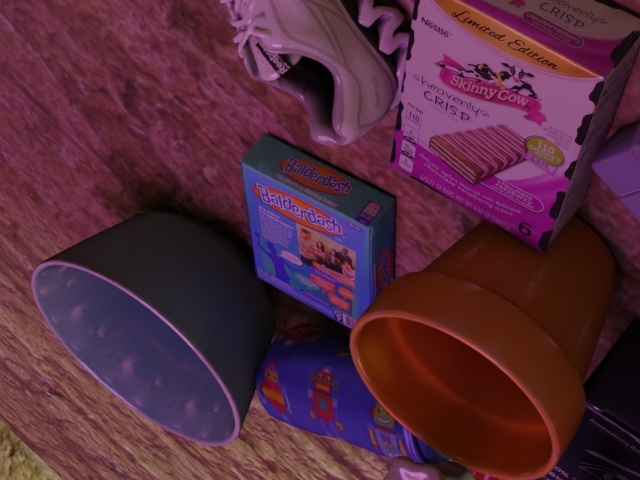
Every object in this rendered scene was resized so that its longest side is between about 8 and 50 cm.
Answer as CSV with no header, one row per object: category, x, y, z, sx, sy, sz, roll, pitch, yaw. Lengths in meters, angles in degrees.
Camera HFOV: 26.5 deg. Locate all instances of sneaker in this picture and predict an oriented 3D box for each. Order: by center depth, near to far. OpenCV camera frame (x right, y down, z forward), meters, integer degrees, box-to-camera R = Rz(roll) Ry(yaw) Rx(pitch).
sneaker,-0.036,-0.204,1.108,0.292,0.118,0.110,48,152,-12

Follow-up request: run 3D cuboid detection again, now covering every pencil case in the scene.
pencil case,0.055,0.169,1.491,0.306,0.133,0.119,10,98,55

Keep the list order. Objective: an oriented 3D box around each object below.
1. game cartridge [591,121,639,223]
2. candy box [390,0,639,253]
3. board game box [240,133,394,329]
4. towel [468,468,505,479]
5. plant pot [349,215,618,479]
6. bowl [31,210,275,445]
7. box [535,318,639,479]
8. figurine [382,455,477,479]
game cartridge,0.371,-0.031,0.935,0.230,0.068,0.355,42,152,-14
candy box,0.146,-0.110,1.071,0.159,0.071,0.233,31,150,17
board game box,0.000,0.000,1.426,0.160,0.047,0.210,28,151,20
towel,0.234,0.257,1.536,0.275,0.031,0.199,27,147,18
plant pot,0.161,0.072,1.190,0.205,0.188,0.205,29,149,19
bowl,-0.176,0.084,1.635,0.311,0.163,0.311,30,151,19
box,0.303,0.193,1.278,0.153,0.108,0.207,34,151,9
figurine,0.161,0.257,1.254,0.214,0.092,0.209,14,179,21
